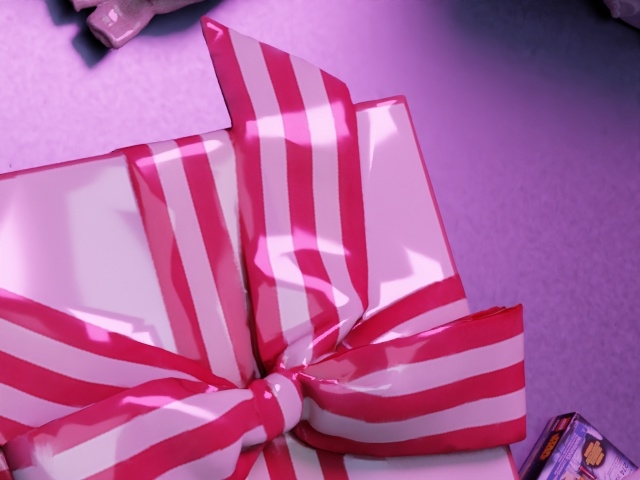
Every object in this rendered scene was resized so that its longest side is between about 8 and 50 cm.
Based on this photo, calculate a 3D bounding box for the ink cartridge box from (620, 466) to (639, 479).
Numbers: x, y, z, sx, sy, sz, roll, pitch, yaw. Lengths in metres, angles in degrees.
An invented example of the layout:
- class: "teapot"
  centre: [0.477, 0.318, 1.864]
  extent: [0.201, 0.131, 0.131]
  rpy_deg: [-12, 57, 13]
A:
- class: "ink cartridge box"
  centre: [0.142, 0.343, 0.835]
  extent: [0.308, 0.091, 0.385]
  rpy_deg: [-32, 77, 4]

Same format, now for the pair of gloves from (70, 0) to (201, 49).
- class: "pair of gloves"
  centre: [-0.090, -0.238, 0.944]
  extent: [0.204, 0.042, 0.240]
  rpy_deg: [-31, 86, -23]

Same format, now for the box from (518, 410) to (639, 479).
- class: "box"
  centre: [0.135, 0.176, 0.969]
  extent: [0.094, 0.027, 0.137]
  rpy_deg: [42, 63, -14]

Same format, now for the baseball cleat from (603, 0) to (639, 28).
- class: "baseball cleat"
  centre: [0.173, -0.198, 1.055]
  extent: [0.206, 0.072, 0.109]
  rpy_deg: [30, 56, -24]

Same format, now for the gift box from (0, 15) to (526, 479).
- class: "gift box"
  centre: [-0.082, 0.069, 0.754]
  extent: [0.255, 0.258, 0.276]
  rpy_deg: [-19, 88, -30]
